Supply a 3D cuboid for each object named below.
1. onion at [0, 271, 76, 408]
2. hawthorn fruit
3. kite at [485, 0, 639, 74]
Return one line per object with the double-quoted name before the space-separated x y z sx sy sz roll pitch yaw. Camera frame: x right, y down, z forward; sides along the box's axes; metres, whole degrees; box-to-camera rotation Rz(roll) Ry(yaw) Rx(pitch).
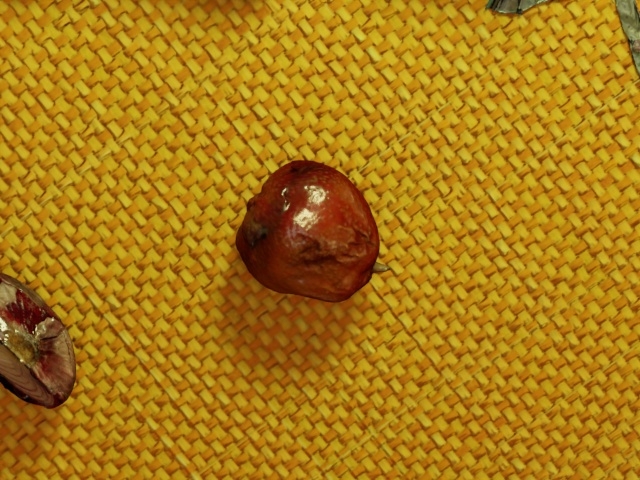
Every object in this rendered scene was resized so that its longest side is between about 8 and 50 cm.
"onion" -0.382 0.110 1.791 0.206 0.151 0.098 51 60 -20
"hawthorn fruit" -0.014 -0.005 1.759 0.173 0.173 0.179 -28 99 2
"kite" 0.363 -0.343 1.795 0.335 0.011 0.314 -16 101 1
